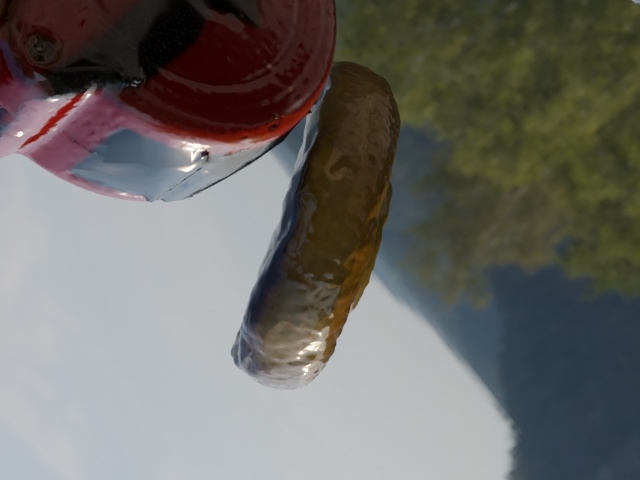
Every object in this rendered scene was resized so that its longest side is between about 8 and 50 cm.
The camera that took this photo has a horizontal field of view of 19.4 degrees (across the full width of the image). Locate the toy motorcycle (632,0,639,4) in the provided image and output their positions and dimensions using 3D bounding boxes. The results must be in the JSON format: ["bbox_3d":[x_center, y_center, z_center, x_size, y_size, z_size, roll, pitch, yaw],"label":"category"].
[{"bbox_3d":[0.246,-0.197,0.529,0.232,0.416,0.172,46,-143,-40],"label":"toy motorcycle"}]

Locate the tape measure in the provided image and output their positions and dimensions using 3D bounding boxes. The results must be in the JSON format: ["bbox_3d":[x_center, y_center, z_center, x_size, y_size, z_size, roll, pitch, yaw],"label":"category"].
[{"bbox_3d":[-0.111,-0.152,1.081,0.260,0.114,0.253,12,-118,-34],"label":"tape measure"}]

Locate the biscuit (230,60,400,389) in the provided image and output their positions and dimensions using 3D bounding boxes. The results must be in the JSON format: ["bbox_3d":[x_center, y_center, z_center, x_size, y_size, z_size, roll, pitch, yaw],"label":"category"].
[{"bbox_3d":[0.001,0.000,1.508,0.091,0.274,0.213,19,-163,-5],"label":"biscuit"}]
